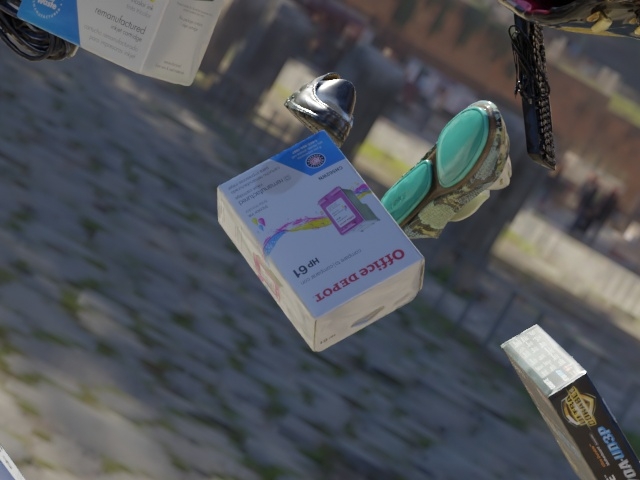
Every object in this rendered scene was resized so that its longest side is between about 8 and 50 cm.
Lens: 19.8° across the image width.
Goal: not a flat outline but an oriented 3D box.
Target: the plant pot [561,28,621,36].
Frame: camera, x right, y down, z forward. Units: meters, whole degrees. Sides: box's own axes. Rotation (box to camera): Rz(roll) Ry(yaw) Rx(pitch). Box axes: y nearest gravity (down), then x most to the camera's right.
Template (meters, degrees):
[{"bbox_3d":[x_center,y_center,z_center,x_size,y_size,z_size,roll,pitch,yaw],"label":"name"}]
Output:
[{"bbox_3d":[0.315,-0.348,2.016,0.187,0.212,0.212,-17,51,-20],"label":"plant pot"}]

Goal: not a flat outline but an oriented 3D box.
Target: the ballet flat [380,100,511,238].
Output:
[{"bbox_3d":[0.111,-0.052,1.422,0.070,0.070,0.188,28,-29,-13],"label":"ballet flat"}]

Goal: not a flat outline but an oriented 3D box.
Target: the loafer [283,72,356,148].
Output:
[{"bbox_3d":[0.006,-0.133,1.770,0.062,0.061,0.170,42,3,-17],"label":"loafer"}]

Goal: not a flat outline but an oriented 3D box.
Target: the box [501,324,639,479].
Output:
[{"bbox_3d":[0.275,0.195,1.931,0.175,0.051,0.220,59,-1,-13],"label":"box"}]

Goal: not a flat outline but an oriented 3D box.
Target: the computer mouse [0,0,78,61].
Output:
[{"bbox_3d":[-0.346,-0.136,1.603,0.188,0.272,0.072,33,18,-7],"label":"computer mouse"}]

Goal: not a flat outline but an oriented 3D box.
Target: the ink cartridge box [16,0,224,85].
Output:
[{"bbox_3d":[-0.127,-0.252,1.414,0.134,0.231,0.078,25,8,28],"label":"ink cartridge box"}]

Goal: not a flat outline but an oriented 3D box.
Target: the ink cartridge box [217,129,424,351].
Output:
[{"bbox_3d":[0.000,0.000,1.221,0.122,0.088,0.052,53,-18,23],"label":"ink cartridge box"}]

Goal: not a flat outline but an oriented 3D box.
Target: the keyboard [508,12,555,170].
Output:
[{"bbox_3d":[0.258,-0.183,2.133,0.038,0.192,0.100,-12,-15,29],"label":"keyboard"}]

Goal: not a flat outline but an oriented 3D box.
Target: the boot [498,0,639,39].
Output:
[{"bbox_3d":[0.287,-0.168,1.218,0.284,0.138,0.377,5,22,-41],"label":"boot"}]

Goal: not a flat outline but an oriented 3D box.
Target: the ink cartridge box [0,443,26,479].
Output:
[{"bbox_3d":[-0.318,0.144,1.166,0.270,0.197,0.198,54,-11,-2],"label":"ink cartridge box"}]
